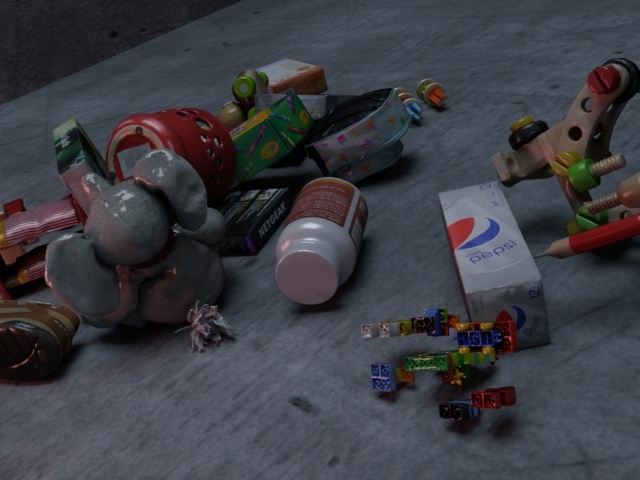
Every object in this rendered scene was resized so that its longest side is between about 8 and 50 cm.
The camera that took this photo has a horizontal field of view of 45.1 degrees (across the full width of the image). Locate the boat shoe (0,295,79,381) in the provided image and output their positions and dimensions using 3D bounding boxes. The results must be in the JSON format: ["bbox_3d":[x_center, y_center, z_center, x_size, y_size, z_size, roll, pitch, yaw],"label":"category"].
[{"bbox_3d":[-0.519,0.147,1.197,0.324,0.122,0.120,3,26,18],"label":"boat shoe"}]

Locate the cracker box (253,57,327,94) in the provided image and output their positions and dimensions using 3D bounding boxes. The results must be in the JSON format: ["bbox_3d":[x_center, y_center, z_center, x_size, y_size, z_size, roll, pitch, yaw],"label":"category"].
[{"bbox_3d":[-0.105,-0.436,2.125,0.156,0.067,0.232,-25,29,-19],"label":"cracker box"}]

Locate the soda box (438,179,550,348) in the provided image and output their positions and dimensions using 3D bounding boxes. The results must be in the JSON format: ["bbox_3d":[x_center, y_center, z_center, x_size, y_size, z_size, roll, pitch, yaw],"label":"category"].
[{"bbox_3d":[0.223,0.025,1.022,0.091,0.098,0.286,-12,27,8],"label":"soda box"}]

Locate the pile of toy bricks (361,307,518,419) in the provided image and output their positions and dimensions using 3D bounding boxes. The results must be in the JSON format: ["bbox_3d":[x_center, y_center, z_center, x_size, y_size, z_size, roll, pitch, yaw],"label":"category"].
[{"bbox_3d":[0.154,0.134,0.873,0.105,0.118,0.212,-1,-5,-40],"label":"pile of toy bricks"}]

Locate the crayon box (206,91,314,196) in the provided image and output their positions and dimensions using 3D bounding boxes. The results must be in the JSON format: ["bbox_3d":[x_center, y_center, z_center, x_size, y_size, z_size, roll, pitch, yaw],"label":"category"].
[{"bbox_3d":[-0.160,-0.172,1.525,0.279,0.081,0.165,-27,17,28],"label":"crayon box"}]

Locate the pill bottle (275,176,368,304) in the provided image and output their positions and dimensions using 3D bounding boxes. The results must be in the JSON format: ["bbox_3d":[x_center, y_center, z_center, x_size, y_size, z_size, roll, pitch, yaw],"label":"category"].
[{"bbox_3d":[0.000,0.000,1.167,0.121,0.121,0.216,-8,27,16],"label":"pill bottle"}]

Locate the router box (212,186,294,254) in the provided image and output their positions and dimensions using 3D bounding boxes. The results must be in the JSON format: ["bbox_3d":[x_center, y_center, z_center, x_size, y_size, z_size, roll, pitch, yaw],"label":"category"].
[{"bbox_3d":[-0.143,-0.036,1.399,0.133,0.046,0.179,-3,29,26],"label":"router box"}]

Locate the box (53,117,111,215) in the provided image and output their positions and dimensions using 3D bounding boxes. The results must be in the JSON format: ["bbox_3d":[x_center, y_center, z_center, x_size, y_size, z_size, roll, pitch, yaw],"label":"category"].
[{"bbox_3d":[-0.403,-0.086,1.429,0.059,0.232,0.322,-33,29,-7],"label":"box"}]

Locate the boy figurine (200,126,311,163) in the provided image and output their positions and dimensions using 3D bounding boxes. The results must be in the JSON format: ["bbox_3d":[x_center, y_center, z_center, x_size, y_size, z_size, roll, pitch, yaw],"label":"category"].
[{"bbox_3d":[-0.160,-0.217,1.711,0.285,0.092,0.177,2,35,27],"label":"boy figurine"}]

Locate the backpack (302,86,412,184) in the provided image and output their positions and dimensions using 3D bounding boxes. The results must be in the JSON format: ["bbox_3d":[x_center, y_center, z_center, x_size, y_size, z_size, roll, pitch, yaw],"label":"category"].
[{"bbox_3d":[0.084,-0.202,1.467,0.188,0.144,0.166,-32,15,30],"label":"backpack"}]

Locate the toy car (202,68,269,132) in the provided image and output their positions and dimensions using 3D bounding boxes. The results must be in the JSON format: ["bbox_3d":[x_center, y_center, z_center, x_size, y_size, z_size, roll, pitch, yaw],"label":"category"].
[{"bbox_3d":[-0.213,-0.321,1.902,0.189,0.148,0.155,-22,12,16],"label":"toy car"}]

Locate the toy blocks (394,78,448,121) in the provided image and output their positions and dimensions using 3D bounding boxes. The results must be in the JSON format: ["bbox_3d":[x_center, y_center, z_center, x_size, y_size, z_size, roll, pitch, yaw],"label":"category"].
[{"bbox_3d":[0.226,-0.307,1.706,0.123,0.054,0.148,-18,27,-3],"label":"toy blocks"}]

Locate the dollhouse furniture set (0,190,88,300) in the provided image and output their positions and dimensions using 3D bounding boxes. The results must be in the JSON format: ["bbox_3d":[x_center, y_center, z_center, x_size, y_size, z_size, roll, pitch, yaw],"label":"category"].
[{"bbox_3d":[-0.560,-0.044,1.527,0.201,0.152,0.374,-23,27,-13],"label":"dollhouse furniture set"}]

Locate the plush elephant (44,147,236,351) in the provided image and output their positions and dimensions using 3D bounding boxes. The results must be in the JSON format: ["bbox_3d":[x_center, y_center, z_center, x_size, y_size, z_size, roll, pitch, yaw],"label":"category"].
[{"bbox_3d":[-0.269,0.002,1.139,0.272,0.255,0.330,-38,37,-15],"label":"plush elephant"}]

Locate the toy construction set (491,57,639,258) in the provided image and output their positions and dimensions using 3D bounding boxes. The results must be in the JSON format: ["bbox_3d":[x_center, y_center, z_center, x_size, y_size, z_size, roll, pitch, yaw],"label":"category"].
[{"bbox_3d":[0.340,-0.069,1.025,0.237,0.257,0.309,-24,14,42],"label":"toy construction set"}]

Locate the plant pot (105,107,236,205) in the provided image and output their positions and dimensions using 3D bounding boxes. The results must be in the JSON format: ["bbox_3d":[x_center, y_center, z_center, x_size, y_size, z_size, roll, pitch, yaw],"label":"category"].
[{"bbox_3d":[-0.275,-0.141,1.391,0.191,0.191,0.174,-2,11,27],"label":"plant pot"}]

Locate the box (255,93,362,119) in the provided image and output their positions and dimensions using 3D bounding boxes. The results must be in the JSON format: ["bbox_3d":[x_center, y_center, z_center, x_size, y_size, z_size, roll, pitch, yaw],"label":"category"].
[{"bbox_3d":[-0.007,-0.306,1.765,0.231,0.056,0.183,11,15,42],"label":"box"}]
